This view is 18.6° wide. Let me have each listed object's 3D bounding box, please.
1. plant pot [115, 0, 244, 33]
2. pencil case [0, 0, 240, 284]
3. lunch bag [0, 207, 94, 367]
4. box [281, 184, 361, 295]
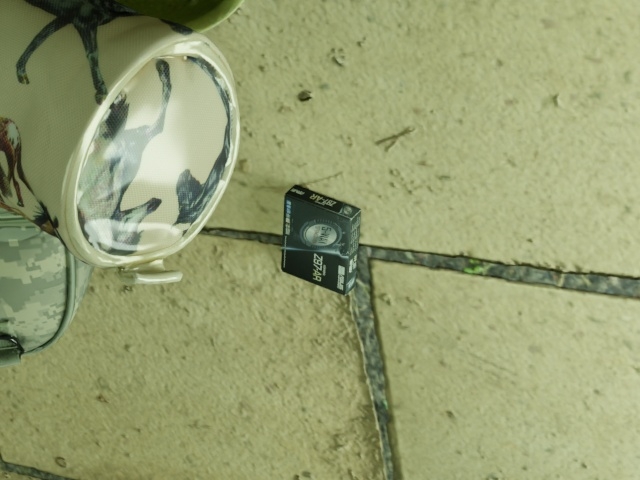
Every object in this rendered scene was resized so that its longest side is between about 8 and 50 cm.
[{"bbox_3d":[-0.084,-0.315,1.350,0.276,0.254,0.276,19,129,24],"label":"plant pot"},{"bbox_3d":[-0.248,-0.114,1.315,0.410,0.160,0.184,25,121,27],"label":"pencil case"},{"bbox_3d":[-0.254,-0.083,1.577,0.212,0.305,0.256,-2,133,11],"label":"lunch bag"},{"bbox_3d":[0.000,0.000,1.671,0.067,0.018,0.083,22,130,22],"label":"box"}]
